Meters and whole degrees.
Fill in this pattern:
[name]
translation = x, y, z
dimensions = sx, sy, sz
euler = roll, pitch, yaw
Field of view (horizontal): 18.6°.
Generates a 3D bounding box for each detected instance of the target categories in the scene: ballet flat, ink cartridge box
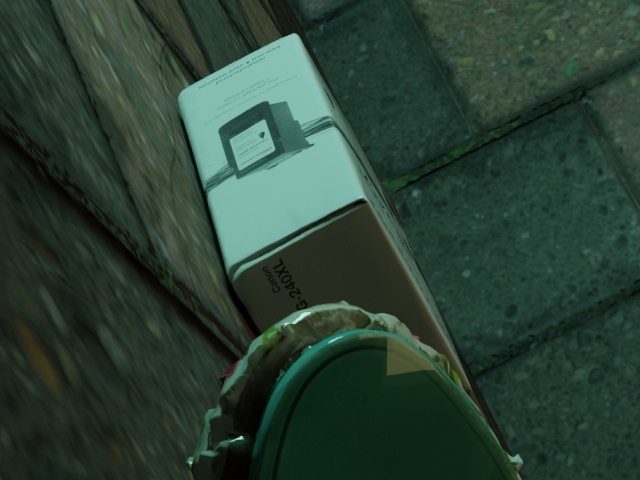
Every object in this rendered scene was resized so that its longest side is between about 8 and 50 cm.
[ballet flat]
translation = 0.025, 0.123, 0.424
dimensions = 0.077, 0.091, 0.241
euler = 2, -60, 60
[ink cartridge box]
translation = 0.000, 0.000, 0.806
dimensions = 0.109, 0.063, 0.150
euler = 60, 5, -33
